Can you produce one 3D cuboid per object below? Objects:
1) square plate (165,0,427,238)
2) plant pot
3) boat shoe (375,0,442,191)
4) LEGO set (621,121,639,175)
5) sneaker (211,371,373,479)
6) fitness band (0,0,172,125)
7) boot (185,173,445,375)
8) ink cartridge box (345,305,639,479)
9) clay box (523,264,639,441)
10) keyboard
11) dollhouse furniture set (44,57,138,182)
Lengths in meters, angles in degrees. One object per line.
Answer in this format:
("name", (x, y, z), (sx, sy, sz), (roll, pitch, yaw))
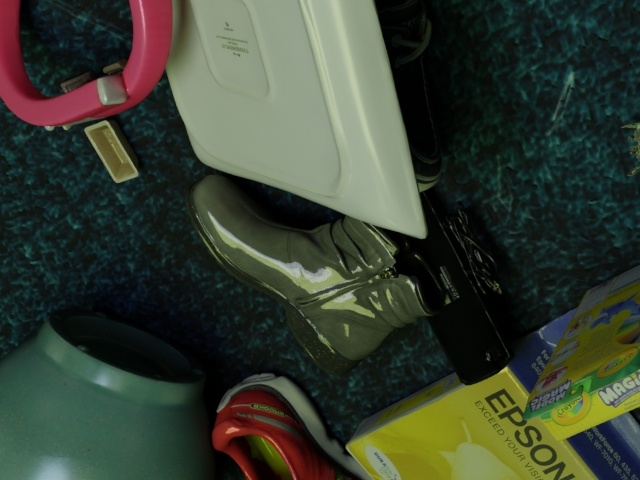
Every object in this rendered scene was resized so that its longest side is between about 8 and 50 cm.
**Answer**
("square plate", (-0.062, -0.180, 1.608), (0.347, 0.049, 0.344), (21, 133, 52))
("plant pot", (-0.230, 0.191, 1.916), (0.293, 0.293, 0.196), (24, 102, 11))
("boat shoe", (0.046, -0.181, 1.625), (0.102, 0.108, 0.301), (-18, 104, 36))
("LEGO set", (0.291, -0.091, 1.610), (0.083, 0.023, 0.054), (-37, 102, 25))
("sneaker", (-0.014, 0.269, 1.933), (0.279, 0.118, 0.107), (47, 130, -7))
("fitness band", (-0.229, -0.212, 1.690), (0.291, 0.054, 0.209), (-10, 91, 54))
("boot", (0.000, 0.000, 1.768), (0.246, 0.083, 0.161), (47, 129, -2))
("ink cartridge box", (0.230, 0.244, 1.827), (0.307, 0.072, 0.303), (-31, 103, 40))
("clay box", (0.261, 0.091, 1.606), (0.127, 0.222, 0.053), (-30, 104, 35))
("keyboard", (0.130, 0.034, 1.748), (0.100, 0.038, 0.192), (-30, 86, 44))
("dollhouse furniture set", (-0.211, -0.102, 1.815), (0.091, 0.081, 0.114), (-17, 112, 34))
